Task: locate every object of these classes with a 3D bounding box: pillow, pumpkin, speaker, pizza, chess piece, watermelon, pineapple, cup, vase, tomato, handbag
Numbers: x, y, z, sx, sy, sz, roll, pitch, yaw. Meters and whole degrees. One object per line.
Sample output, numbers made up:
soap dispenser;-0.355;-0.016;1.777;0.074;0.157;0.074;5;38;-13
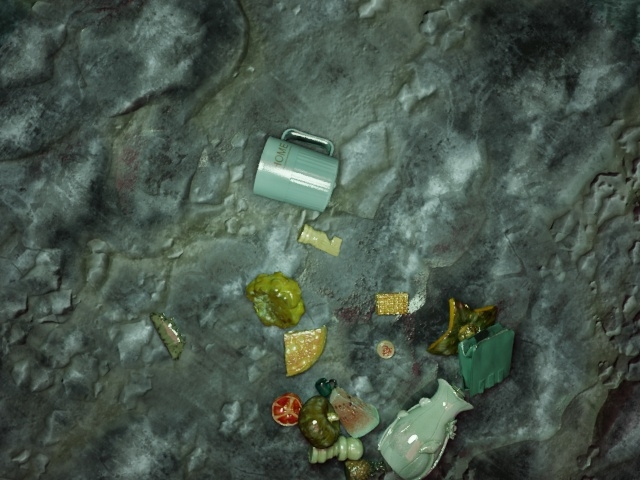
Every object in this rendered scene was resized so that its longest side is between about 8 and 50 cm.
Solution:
pillow;-0.672;0.417;1.867;0.093;0.051;0.241;-27;92;4
pumpkin;0.652;0.411;1.890;0.258;0.095;0.290;15;101;-14
speaker;0.027;0.661;1.884;0.094;0.060;0.075;-31;95;32
pizza;-0.090;0.481;1.886;0.197;0.058;0.292;35;89;-2
chess piece;0.299;0.500;1.909;0.083;0.038;0.084;0;93;-3
watermelon;0.134;0.771;1.898;0.241;0.094;0.154;44;99;-1
chess piece;0.000;0.000;1.870;0.200;0.090;0.090;23;91;-13
pineapple;0.207;1.041;1.901;0.197;0.108;0.108;-4;92;-14
chess piece;0.073;0.934;1.877;0.243;0.133;0.133;4;92;-8
cup;-0.095;-0.293;1.793;0.311;0.331;0.257;17;125;-4
vase;0.467;0.823;1.837;0.250;0.250;0.445;43;86;-3
tomato;-0.145;0.757;1.886;0.155;0.069;0.155;1;100;4
handbag;0.727;0.521;1.846;0.268;0.100;0.274;-18;113;-25
pumpkin;0.006;0.778;1.786;0.162;0.219;0.219;-28;93;16

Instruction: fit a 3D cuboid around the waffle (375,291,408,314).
waffle;0.325;0.287;1.900;0.148;0.042;0.102;-1;90;-2

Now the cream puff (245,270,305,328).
cream puff;-0.186;0.249;1.829;0.282;0.185;0.282;13;128;17
